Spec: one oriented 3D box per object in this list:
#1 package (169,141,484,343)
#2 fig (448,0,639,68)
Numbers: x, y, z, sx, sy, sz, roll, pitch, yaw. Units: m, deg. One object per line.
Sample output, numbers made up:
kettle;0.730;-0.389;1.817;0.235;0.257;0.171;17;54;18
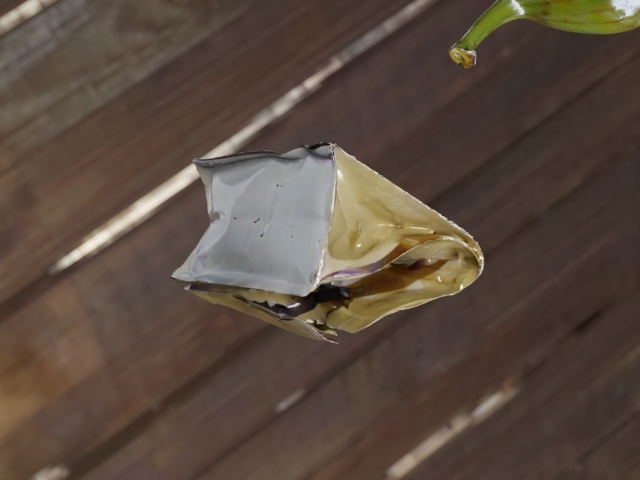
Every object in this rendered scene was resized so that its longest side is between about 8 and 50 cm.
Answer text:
package;-0.018;0.027;1.906;0.221;0.165;0.311;33;165;-26
fig;0.229;-0.240;1.874;0.151;0.259;0.151;53;171;12
